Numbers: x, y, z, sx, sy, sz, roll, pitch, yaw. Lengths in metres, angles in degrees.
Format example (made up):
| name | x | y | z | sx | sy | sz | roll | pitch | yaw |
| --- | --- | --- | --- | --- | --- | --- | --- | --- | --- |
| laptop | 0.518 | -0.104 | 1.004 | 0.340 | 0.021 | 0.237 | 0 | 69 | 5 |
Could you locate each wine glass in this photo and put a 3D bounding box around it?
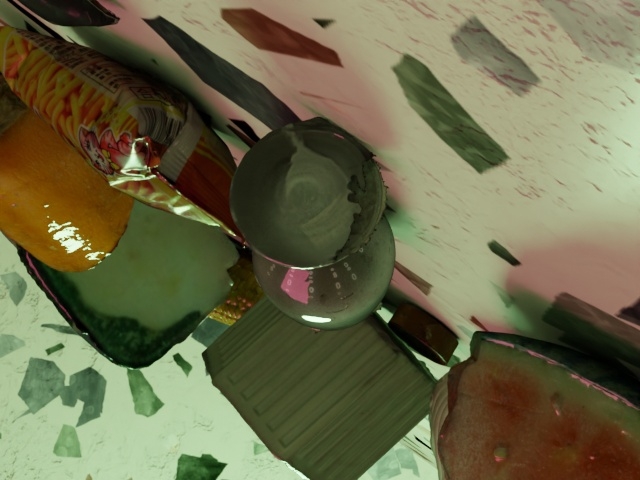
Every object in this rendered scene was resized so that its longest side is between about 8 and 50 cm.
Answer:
| name | x | y | z | sx | sy | sz | roll | pitch | yaw |
| --- | --- | --- | --- | --- | --- | --- | --- | --- | --- |
| wine glass | 0.000 | 0.000 | 1.032 | 0.126 | 0.126 | 0.241 | 33 | 169 | 16 |

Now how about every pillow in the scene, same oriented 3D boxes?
| name | x | y | z | sx | sy | sz | roll | pitch | yaw |
| --- | --- | --- | --- | --- | --- | --- | --- | --- | --- |
| pillow | -0.242 | -0.222 | 1.029 | 0.150 | 0.048 | 0.090 | 37 | 180 | -36 |

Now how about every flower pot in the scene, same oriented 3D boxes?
| name | x | y | z | sx | sy | sz | roll | pitch | yaw |
| --- | --- | --- | --- | --- | --- | --- | --- | --- | --- |
| flower pot | 0.004 | 0.155 | 1.462 | 0.239 | 0.189 | 0.209 | 47 | -178 | -45 |

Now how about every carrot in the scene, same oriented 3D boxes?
| name | x | y | z | sx | sy | sz | roll | pitch | yaw |
| --- | --- | --- | --- | --- | --- | --- | --- | --- | --- |
| carrot | -0.345 | -0.127 | 1.444 | 0.193 | 0.214 | 0.331 | 9 | 158 | 31 |

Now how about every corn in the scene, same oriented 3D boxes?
| name | x | y | z | sx | sy | sz | roll | pitch | yaw |
| --- | --- | --- | --- | --- | --- | --- | --- | --- | --- |
| corn | -0.134 | 0.071 | 1.900 | 0.322 | 0.119 | 0.119 | 26 | 167 | 49 |

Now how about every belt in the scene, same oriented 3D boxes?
| name | x | y | z | sx | sy | sz | roll | pitch | yaw |
| --- | --- | --- | --- | --- | --- | --- | --- | --- | --- |
| belt | 0.116 | 0.103 | 1.398 | 0.083 | 0.036 | 0.059 | 38 | 164 | -15 |

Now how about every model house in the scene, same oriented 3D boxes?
| name | x | y | z | sx | sy | sz | roll | pitch | yaw |
| --- | --- | --- | --- | --- | --- | --- | --- | --- | --- |
| model house | -0.312 | -0.010 | 1.782 | 0.284 | 0.243 | 0.298 | 30 | 159 | 51 |

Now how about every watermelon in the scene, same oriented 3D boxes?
| name | x | y | z | sx | sy | sz | roll | pitch | yaw |
| --- | --- | --- | --- | --- | --- | --- | --- | --- | --- |
| watermelon | 0.225 | 0.192 | 1.003 | 0.292 | 0.319 | 0.222 | 6 | 124 | 20 |

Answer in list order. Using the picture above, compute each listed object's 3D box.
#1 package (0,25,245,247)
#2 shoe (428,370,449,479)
| name | x | y | z | sx | sy | sz | roll | pitch | yaw |
| --- | --- | --- | --- | --- | --- | --- | --- | --- | --- |
| package | -0.185 | -0.112 | 1.217 | 0.288 | 0.108 | 0.223 | 38 | 179 | 35 |
| shoe | 0.189 | 0.313 | 1.298 | 0.210 | 0.132 | 0.342 | -109 | 11 | -67 |
